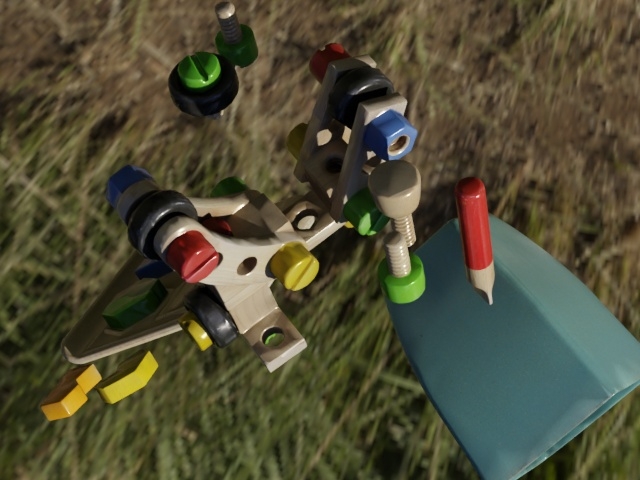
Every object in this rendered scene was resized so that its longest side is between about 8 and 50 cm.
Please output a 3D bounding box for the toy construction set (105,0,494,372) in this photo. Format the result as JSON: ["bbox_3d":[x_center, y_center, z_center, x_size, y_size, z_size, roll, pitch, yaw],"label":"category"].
[{"bbox_3d":[0.000,0.000,1.570,0.309,0.257,0.237,20,148,25],"label":"toy construction set"}]

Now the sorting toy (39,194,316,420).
[{"bbox_3d":[-0.152,0.058,1.881,0.229,0.307,0.041,-15,115,32],"label":"sorting toy"}]

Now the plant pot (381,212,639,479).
[{"bbox_3d":[0.181,0.096,1.878,0.165,0.165,0.234,-43,78,23],"label":"plant pot"}]
